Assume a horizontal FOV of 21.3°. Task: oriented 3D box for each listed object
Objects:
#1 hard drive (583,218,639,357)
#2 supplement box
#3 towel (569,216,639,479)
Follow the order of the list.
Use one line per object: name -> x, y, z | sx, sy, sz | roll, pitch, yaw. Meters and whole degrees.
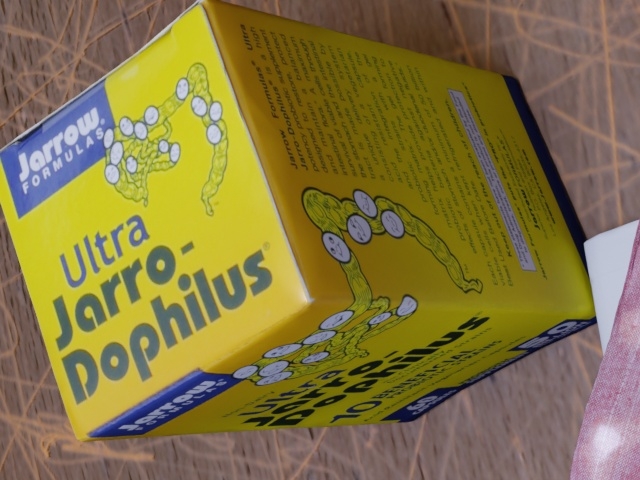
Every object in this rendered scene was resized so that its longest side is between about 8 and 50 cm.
hard drive -> 0.280, 0.113, 1.051 | 0.203, 0.040, 0.307 | -22, 64, 34
supplement box -> 0.000, 0.000, 1.104 | 0.194, 0.356, 0.195 | -32, 69, 31
towel -> 0.309, 0.076, 0.988 | 0.329, 0.037, 0.237 | 12, 85, 41
